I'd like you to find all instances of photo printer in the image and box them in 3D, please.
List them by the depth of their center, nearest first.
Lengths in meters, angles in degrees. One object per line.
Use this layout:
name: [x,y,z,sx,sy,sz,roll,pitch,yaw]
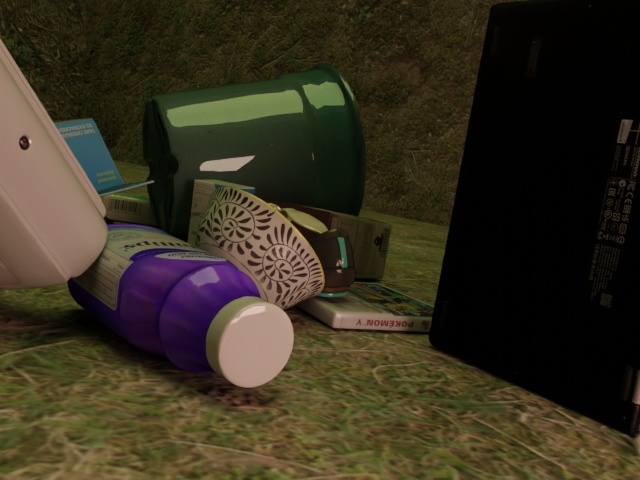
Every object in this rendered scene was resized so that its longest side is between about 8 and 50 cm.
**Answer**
photo printer: [-0.350,-0.091,0.600,0.256,0.307,0.107,-3,46,20]

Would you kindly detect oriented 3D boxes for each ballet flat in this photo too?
ballet flat: [-0.056,0.002,0.978,0.095,0.096,0.280,-6,12,-44]

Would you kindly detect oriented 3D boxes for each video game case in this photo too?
video game case: [0.050,0.081,0.964,0.183,0.023,0.201,6,7,-28]

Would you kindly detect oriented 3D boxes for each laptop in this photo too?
laptop: [0.355,-0.023,0.721,0.236,0.382,0.408,6,8,-36]

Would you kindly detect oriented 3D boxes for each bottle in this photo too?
bottle: [-0.129,0.051,0.659,0.118,0.092,0.283,3,9,-36]

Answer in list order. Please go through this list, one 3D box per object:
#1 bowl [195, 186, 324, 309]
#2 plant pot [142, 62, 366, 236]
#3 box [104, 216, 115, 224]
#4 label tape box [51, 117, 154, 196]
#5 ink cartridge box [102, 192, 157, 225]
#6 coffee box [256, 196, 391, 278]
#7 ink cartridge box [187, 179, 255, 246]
bowl: [-0.086,0.029,0.844,0.170,0.080,0.170,32,-28,19]
plant pot: [-0.138,-0.148,1.378,0.334,0.341,0.341,-8,13,-24]
box: [-0.350,-0.003,1.007,0.159,0.044,0.233,6,8,-27]
label tape box: [-0.452,-0.109,1.065,0.348,0.115,0.249,2,16,36]
ink cartridge box: [-0.353,-0.069,1.547,0.181,0.056,0.225,8,8,-13]
coffee box: [0.000,0.000,1.174,0.141,0.098,0.246,11,2,26]
ink cartridge box: [-0.160,-0.031,1.191,0.088,0.122,0.052,13,11,30]
